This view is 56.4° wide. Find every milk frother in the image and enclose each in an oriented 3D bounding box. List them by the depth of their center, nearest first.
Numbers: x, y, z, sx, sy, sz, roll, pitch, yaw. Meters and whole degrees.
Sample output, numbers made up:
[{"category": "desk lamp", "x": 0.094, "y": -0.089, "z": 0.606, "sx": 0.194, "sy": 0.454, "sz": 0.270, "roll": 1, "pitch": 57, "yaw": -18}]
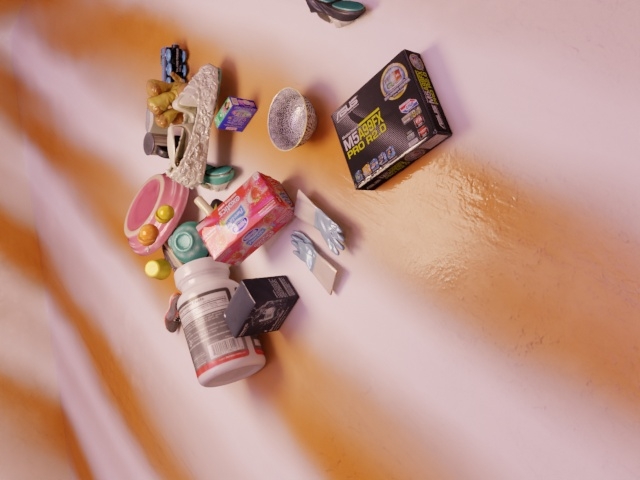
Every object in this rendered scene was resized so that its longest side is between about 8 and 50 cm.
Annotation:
[{"category": "milk frother", "x": -0.532, "y": -0.361, "z": 2.105, "sx": 0.129, "sy": 0.135, "sz": 0.143, "roll": 24, "pitch": 110, "yaw": 45}]

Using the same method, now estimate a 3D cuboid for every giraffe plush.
[{"category": "giraffe plush", "x": -0.453, "y": -0.478, "z": 2.002, "sx": 0.171, "sy": 0.210, "sz": 0.181, "roll": 3, "pitch": 126, "yaw": 33}]

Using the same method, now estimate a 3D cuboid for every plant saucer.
[{"category": "plant saucer", "x": -0.599, "y": -0.109, "z": 2.135, "sx": 0.332, "sy": 0.084, "sz": 0.332, "roll": -30, "pitch": 45, "yaw": 35}]

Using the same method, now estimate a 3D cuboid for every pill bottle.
[{"category": "pill bottle", "x": -0.318, "y": 0.246, "z": 1.835, "sx": 0.210, "sy": 0.210, "sz": 0.362, "roll": -42, "pitch": 61, "yaw": 41}]

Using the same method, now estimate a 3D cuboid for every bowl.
[{"category": "bowl", "x": -0.062, "y": -0.323, "z": 1.612, "sx": 0.170, "sy": 0.080, "sz": 0.170, "roll": 3, "pitch": 94, "yaw": 48}]

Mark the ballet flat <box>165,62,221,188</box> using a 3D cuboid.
[{"category": "ballet flat", "x": -0.404, "y": -0.369, "z": 1.869, "sx": 0.147, "sy": 0.147, "sz": 0.408, "roll": 7, "pitch": 89, "yaw": 48}]

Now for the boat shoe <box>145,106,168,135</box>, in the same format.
[{"category": "boat shoe", "x": -0.620, "y": -0.430, "z": 2.256, "sx": 0.081, "sy": 0.079, "sz": 0.227, "roll": -8, "pitch": 81, "yaw": 58}]

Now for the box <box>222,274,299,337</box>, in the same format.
[{"category": "box", "x": -0.171, "y": 0.187, "z": 1.702, "sx": 0.093, "sy": 0.158, "sz": 0.156, "roll": 55, "pitch": 130, "yaw": 31}]

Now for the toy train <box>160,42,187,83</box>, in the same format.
[{"category": "toy train", "x": -0.526, "y": -0.606, "z": 2.135, "sx": 0.105, "sy": 0.080, "sz": 0.184, "roll": 14, "pitch": 105, "yaw": 57}]

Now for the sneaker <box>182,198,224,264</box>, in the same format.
[{"category": "sneaker", "x": -0.398, "y": -0.019, "z": 1.955, "sx": 0.121, "sy": 0.111, "sz": 0.299, "roll": 31, "pitch": 119, "yaw": 3}]

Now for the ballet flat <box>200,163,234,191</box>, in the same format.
[{"category": "ballet flat", "x": -0.349, "y": -0.205, "z": 1.961, "sx": 0.247, "sy": 0.083, "sz": 0.087, "roll": 15, "pitch": 127, "yaw": 48}]

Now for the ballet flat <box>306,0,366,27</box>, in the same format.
[{"category": "ballet flat", "x": 0.039, "y": -0.577, "z": 1.503, "sx": 0.203, "sy": 0.074, "sz": 0.074, "roll": 35, "pitch": 117, "yaw": 35}]

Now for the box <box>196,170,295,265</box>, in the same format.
[{"category": "box", "x": -0.207, "y": -0.058, "z": 1.691, "sx": 0.257, "sy": 0.123, "sz": 0.128, "roll": -40, "pitch": 66, "yaw": 16}]

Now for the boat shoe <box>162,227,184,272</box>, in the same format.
[{"category": "boat shoe", "x": -0.518, "y": 0.050, "z": 2.137, "sx": 0.285, "sy": 0.103, "sz": 0.092, "roll": 48, "pitch": 121, "yaw": 29}]

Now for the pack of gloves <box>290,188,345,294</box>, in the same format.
[{"category": "pack of gloves", "x": 0.000, "y": 0.000, "z": 1.602, "sx": 0.232, "sy": 0.046, "sz": 0.195, "roll": 46, "pitch": 136, "yaw": 41}]

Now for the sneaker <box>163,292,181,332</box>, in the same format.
[{"category": "sneaker", "x": -0.530, "y": 0.274, "z": 2.194, "sx": 0.065, "sy": 0.061, "sz": 0.157, "roll": 24, "pitch": 110, "yaw": 39}]

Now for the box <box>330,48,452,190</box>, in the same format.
[{"category": "box", "x": 0.154, "y": -0.269, "z": 1.383, "sx": 0.270, "sy": 0.060, "sz": 0.216, "roll": -33, "pitch": 68, "yaw": 44}]

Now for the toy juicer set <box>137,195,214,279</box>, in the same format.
[{"category": "toy juicer set", "x": -0.421, "y": -0.027, "z": 1.873, "sx": 0.329, "sy": 0.089, "sz": 0.209, "roll": -25, "pitch": 80, "yaw": 11}]

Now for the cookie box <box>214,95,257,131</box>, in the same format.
[{"category": "cookie box", "x": -0.260, "y": -0.385, "z": 1.827, "sx": 0.107, "sy": 0.092, "sz": 0.040, "roll": -45, "pitch": 57, "yaw": 40}]
